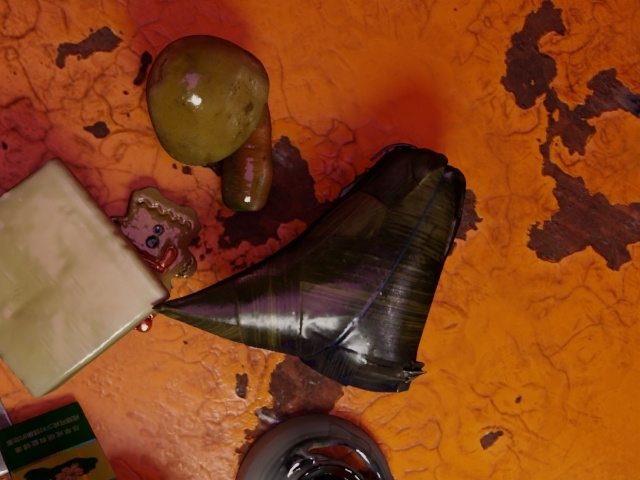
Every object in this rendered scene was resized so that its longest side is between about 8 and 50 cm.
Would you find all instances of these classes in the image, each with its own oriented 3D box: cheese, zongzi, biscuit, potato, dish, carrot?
[{"bbox_3d":[-0.391,0.054,1.360,0.242,0.124,0.265,-39,94,-2],"label":"cheese"},{"bbox_3d":[0.000,0.000,1.428,0.432,0.208,0.404,21,86,-25],"label":"zongzi"},{"bbox_3d":[-0.280,0.033,1.455,0.166,0.036,0.226,30,82,-15],"label":"biscuit"},{"bbox_3d":[-0.188,-0.226,1.393,0.203,0.158,0.178,-37,74,5],"label":"potato"},{"bbox_3d":[0.007,0.424,1.491,0.273,0.134,0.274,0,89,-18],"label":"dish"},{"bbox_3d":[-0.114,-0.142,1.479,0.087,0.087,0.194,4,91,-16],"label":"carrot"}]

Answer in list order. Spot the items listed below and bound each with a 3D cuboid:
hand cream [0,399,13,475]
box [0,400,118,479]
[{"bbox_3d":[-0.600,0.355,1.352,0.336,0.076,0.121,-29,100,-21],"label":"hand cream"},{"bbox_3d":[-0.368,0.339,1.333,0.132,0.235,0.034,-19,133,-26],"label":"box"}]
